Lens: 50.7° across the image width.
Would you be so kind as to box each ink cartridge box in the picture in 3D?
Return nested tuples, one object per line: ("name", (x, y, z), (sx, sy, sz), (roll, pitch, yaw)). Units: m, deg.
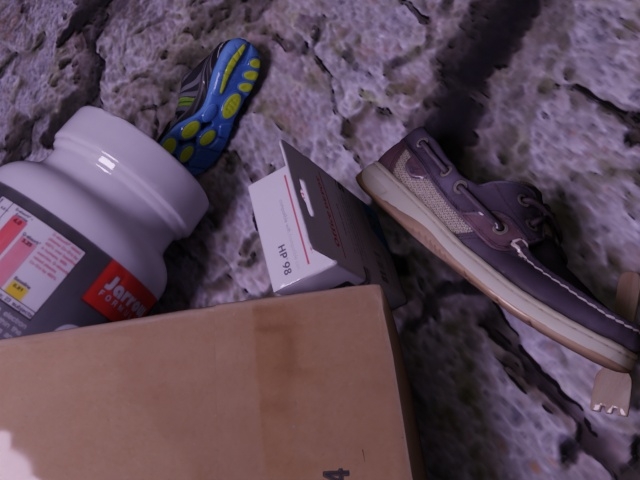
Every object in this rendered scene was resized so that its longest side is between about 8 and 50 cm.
("ink cartridge box", (0.000, 0.000, 0.579), (0.060, 0.180, 0.104), (-27, 61, 20))

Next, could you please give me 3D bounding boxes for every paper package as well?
("paper package", (-0.071, 0.224, 0.491), (0.310, 0.168, 0.324), (-8, 66, -2))

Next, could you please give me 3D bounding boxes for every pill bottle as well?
("pill bottle", (-0.287, 0.053, 0.674), (0.210, 0.210, 0.362), (23, 69, 34))

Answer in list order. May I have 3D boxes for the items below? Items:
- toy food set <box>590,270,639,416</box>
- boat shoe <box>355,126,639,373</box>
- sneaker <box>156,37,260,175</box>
("toy food set", (0.299, 0.084, 0.467), (0.192, 0.039, 0.132), (4, 69, 42))
("boat shoe", (0.143, -0.008, 0.547), (0.092, 0.103, 0.285), (-54, 48, 7))
("sneaker", (-0.138, -0.152, 0.793), (0.188, 0.067, 0.078), (-59, 34, 2))
